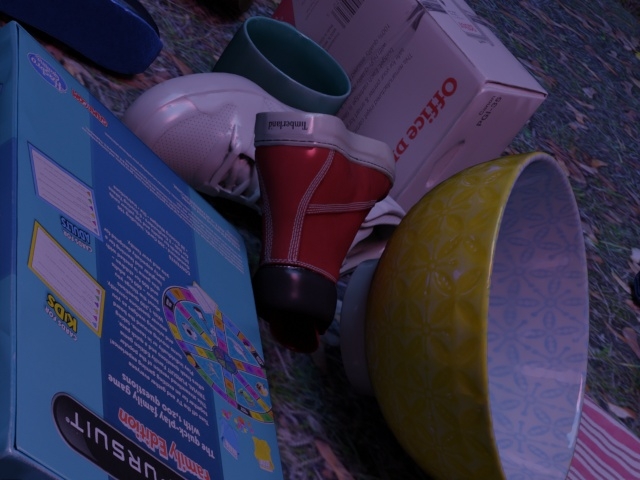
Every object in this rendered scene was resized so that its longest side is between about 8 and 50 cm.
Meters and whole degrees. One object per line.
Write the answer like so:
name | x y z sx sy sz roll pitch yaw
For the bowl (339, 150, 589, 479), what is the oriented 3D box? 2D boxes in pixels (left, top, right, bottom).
bowl | 0.108 0.074 1.103 0.156 0.290 0.289 0 13 25

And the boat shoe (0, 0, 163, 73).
boat shoe | -0.267 -0.248 1.285 0.258 0.109 0.089 43 14 -28

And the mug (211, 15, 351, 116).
mug | -0.043 -0.152 1.384 0.129 0.097 0.157 42 26 10

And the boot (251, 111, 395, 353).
boot | 0.000 0.000 1.085 0.088 0.176 0.244 2 -2 16

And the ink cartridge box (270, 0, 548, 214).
ink cartridge box | 0.071 -0.172 1.434 0.117 0.207 0.283 3 42 -47

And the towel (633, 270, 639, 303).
towel | 0.438 0.086 1.674 0.119 0.029 0.067 33 27 -8

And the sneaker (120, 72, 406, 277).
sneaker | -0.034 -0.052 1.222 0.292 0.108 0.169 7 36 -48

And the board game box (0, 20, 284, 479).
board game box | -0.128 0.064 0.816 0.254 0.079 0.336 45 23 -40

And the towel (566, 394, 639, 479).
towel | 0.251 0.195 1.262 0.144 0.029 0.197 42 26 8

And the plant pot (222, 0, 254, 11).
plant pot | -0.157 -0.407 1.572 0.230 0.215 0.215 22 26 3
